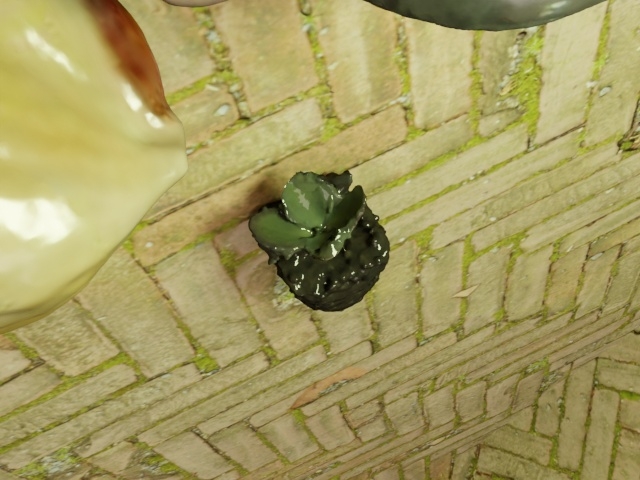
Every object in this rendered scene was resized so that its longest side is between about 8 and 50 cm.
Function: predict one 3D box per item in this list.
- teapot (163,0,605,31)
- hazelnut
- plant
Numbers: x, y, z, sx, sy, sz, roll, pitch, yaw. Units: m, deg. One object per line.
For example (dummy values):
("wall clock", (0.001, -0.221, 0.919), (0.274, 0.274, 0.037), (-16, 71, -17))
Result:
("teapot", (0.058, -0.262, 0.382), (0.376, 0.305, 0.361), (-30, 159, -5))
("hazelnut", (-0.203, -0.061, 0.544), (0.241, 0.261, 0.261), (13, 144, -5))
("plant", (0.000, 0.000, 0.953), (0.142, 0.131, 0.203), (-22, 162, -6))
